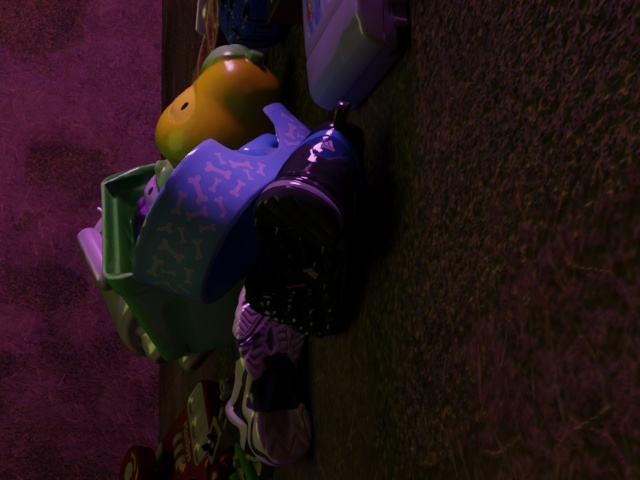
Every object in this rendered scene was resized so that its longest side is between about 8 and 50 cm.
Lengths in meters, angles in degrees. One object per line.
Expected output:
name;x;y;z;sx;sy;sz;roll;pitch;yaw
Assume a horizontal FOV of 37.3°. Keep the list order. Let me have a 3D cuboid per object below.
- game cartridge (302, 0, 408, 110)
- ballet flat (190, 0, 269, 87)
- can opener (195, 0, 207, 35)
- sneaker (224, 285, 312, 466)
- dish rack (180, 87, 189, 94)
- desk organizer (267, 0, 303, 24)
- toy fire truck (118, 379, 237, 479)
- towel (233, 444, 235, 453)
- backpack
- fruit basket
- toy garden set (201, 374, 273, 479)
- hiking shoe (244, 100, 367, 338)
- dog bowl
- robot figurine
game cartridge;0.027;-0.289;0.929;0.198;0.062;0.297;146;125;-67
ballet flat;-0.126;-0.268;1.458;0.124;0.116;0.342;41;126;47
can opener;-0.184;-0.504;1.729;0.093;0.074;0.280;-120;35;-65
sneaker;-0.077;0.168;1.186;0.153;0.094;0.234;-41;58;59
dish rack;-0.252;-0.202;1.973;0.271;0.074;0.208;-128;40;-65
desk organizer;-0.028;-0.302;1.140;0.130;0.050;0.047;154;117;-74
toy fire truck;-0.230;0.427;1.668;0.254;0.169;0.302;-57;30;29
towel;-0.116;0.270;1.488;0.113;0.023;0.152;-108;26;-47
backpack;-0.094;-0.321;1.310;0.120;0.098;0.101;107;156;-43
fruit basket;-0.172;-0.075;1.318;0.392;0.283;0.392;165;90;-83
toy garden set;-0.127;0.290;1.399;0.204;0.049;0.244;-123;36;-51
hiking shoe;0.000;0.000;0.957;0.132;0.113;0.304;-62;-6;-27
dog bowl;-0.081;-0.036;0.987;0.297;0.074;0.166;-41;-22;-57
robot figurine;-0.282;0.061;1.639;0.200;0.300;0.353;-47;48;15
